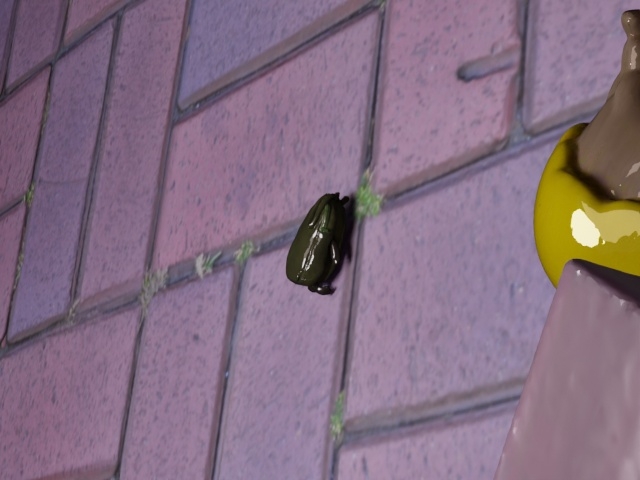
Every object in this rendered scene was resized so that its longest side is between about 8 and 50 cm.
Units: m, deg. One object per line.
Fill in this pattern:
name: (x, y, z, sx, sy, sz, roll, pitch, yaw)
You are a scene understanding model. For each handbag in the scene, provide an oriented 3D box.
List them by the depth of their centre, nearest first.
handbag: (0.000, 0.000, 1.742, 0.072, 0.047, 0.111, 15, 87, 66)

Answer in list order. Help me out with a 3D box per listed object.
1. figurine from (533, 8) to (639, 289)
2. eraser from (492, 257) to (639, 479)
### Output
figurine: (0.288, -0.083, 1.172, 0.343, 0.187, 0.215, -62, 23, 7)
eraser: (0.196, 0.225, 0.990, 0.272, 0.122, 0.359, 42, 117, 60)
